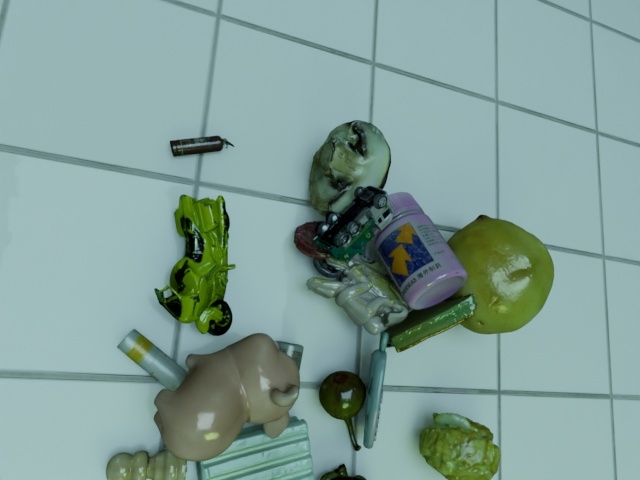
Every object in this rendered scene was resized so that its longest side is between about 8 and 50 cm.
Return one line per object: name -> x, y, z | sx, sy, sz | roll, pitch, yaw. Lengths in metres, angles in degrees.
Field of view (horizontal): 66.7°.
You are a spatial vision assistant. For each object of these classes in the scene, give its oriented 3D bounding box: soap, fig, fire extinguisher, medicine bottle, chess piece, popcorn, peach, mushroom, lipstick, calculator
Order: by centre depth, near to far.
chess piece -> -0.386, 0.505, 1.085 | 0.170, 0.094, 0.094 | 8, 77, -17
lipstick -> -0.357, 0.314, 1.147 | 0.264, 0.059, 0.059 | 43, 67, -11
soap -> -0.157, 0.537, 1.173 | 0.265, 0.087, 0.160 | -6, 82, -24
medicine bottle -> -0.093, 0.332, 1.242 | 0.079, 0.079, 0.140 | 16, 74, -19
fire extinguisher -> -0.312, -0.251, 1.279 | 0.158, 0.043, 0.064 | -12, 43, -25
calculator -> 0.144, 0.389, 1.279 | 0.041, 0.185, 0.299 | 7, 84, 7
fig -> 0.073, 0.453, 1.286 | 0.124, 0.124, 0.236 | -27, 114, -24
medicine bottle -> 0.251, 0.026, 1.333 | 0.178, 0.178, 0.291 | -14, 58, -24
popcorn -> 0.384, 0.575, 1.337 | 0.221, 0.204, 0.184 | 32, 69, -30
mushroom -> 0.070, -0.194, 1.352 | 0.189, 0.164, 0.267 | 2, 100, -28
peach -> 0.492, 0.102, 1.416 | 0.314, 0.281, 0.316 | -36, 82, -3

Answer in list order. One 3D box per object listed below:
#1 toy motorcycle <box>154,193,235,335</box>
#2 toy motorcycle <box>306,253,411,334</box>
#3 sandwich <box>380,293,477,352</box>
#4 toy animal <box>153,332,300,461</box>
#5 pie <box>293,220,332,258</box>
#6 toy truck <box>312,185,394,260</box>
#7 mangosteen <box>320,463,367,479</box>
toy motorcycle -> -0.300, 0.060, 1.177 | 0.206, 0.142, 0.342 | 15, 70, -59
toy motorcycle -> 0.123, 0.146, 1.332 | 0.340, 0.108, 0.223 | 24, 49, -13
sandwich -> 0.284, 0.235, 1.327 | 0.212, 0.245, 0.063 | -31, 89, -24
toy animal -> -0.192, 0.342, 1.073 | 0.269, 0.237, 0.326 | 28, 46, 8
pie -> 0.000, 0.000, 1.330 | 0.154, 0.036, 0.154 | 9, 37, -7
toy truck -> 0.093, -0.035, 1.257 | 0.216, 0.110, 0.116 | -44, 129, -14
mangosteen -> 0.060, 0.671, 1.188 | 0.216, 0.216, 0.216 | 4, 79, -22
